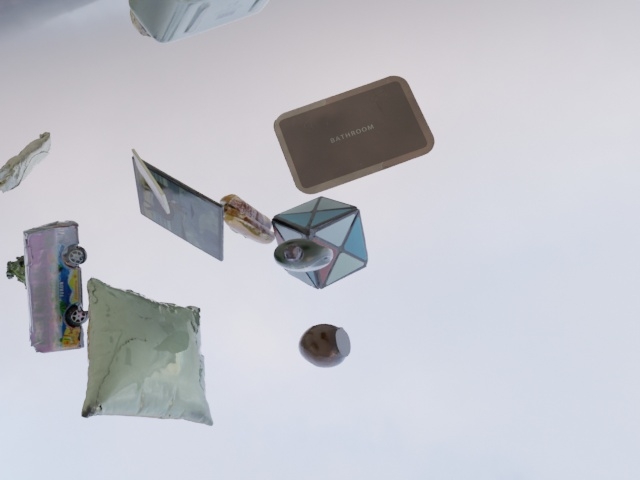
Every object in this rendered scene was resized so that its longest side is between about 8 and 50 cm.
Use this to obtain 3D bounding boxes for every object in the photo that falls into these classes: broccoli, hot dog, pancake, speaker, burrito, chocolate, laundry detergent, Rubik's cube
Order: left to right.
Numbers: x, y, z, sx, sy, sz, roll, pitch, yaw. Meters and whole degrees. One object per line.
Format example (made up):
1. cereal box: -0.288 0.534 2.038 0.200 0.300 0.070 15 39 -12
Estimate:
1. burrito: -0.879 -0.240 1.698 0.059 0.082 0.275 22 -144 -8
2. broccoli: -0.934 0.181 1.893 0.146 0.165 0.304 -30 -104 28
3. pancake: -0.492 -0.648 1.593 0.028 0.158 0.158 3 -138 13
4. speaker: -0.278 -0.652 1.441 0.406 0.183 0.184 -38 -177 -37
5. hot dog: -0.273 -0.064 2.130 0.100 0.337 0.135 -29 -116 13
6. laundry detergent: -0.042 0.032 1.353 0.144 0.221 0.078 -2 -97 1
7. Rubik's cube: 0.000 0.001 2.088 0.248 0.249 0.246 -27 -151 -29
8. chocolate: 0.004 0.291 1.557 0.133 0.127 0.124 -26 -108 25

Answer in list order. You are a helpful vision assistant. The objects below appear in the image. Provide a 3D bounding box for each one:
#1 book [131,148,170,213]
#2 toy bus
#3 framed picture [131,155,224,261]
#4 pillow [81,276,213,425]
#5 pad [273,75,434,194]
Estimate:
1. book: -0.480 -0.167 1.611 0.012 0.118 0.172 -32 -107 -18
2. toy bus: -0.648 0.111 1.389 0.138 0.316 0.112 -6 -170 -34
3. framed picture: -0.441 -0.095 1.774 0.347 0.265 0.016 29 -129 14
4. pillow: -0.371 0.246 1.233 0.119 0.310 0.312 -34 -128 24
5. pad: 0.059 -0.195 1.036 0.266 0.002 0.176 -20 -108 -3
